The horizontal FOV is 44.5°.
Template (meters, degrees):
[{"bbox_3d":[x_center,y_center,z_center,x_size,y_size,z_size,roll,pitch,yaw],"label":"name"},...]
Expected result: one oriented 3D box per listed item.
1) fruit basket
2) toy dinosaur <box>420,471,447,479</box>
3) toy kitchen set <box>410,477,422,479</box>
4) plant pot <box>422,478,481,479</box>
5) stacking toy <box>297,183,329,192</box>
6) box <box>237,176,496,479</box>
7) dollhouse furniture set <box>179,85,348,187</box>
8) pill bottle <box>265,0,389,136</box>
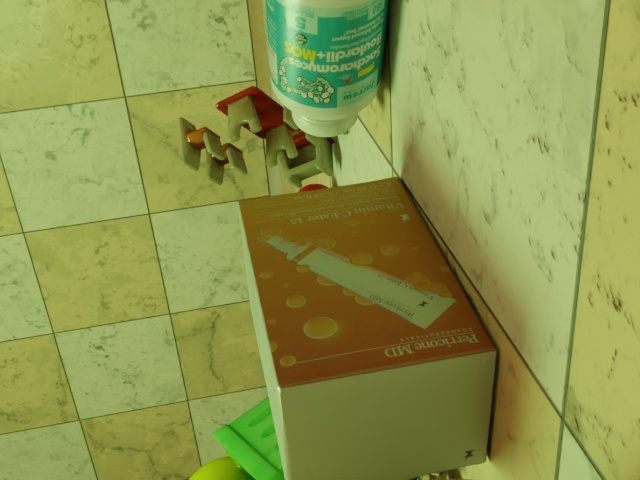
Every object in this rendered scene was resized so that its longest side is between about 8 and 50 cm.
[{"bbox_3d":[-0.098,0.471,1.427,0.283,0.392,0.392,45,-177,-17],"label":"fruit basket"},{"bbox_3d":[0.138,0.289,0.990,0.183,0.053,0.092,-150,50,-80],"label":"toy dinosaur"},{"bbox_3d":[0.062,0.319,1.106,0.122,0.166,0.207,78,180,-64],"label":"toy kitchen set"},{"bbox_3d":[0.097,0.305,0.549,0.290,0.291,0.203,89,-175,-48],"label":"plant pot"},{"bbox_3d":[0.000,0.000,1.435,0.330,0.141,0.141,-101,6,-52],"label":"stacking toy"},{"bbox_3d":[0.035,0.092,0.900,0.345,0.215,0.168,-110,14,-54],"label":"box"},{"bbox_3d":[-0.080,-0.201,1.377,0.259,0.262,0.135,30,-135,-58],"label":"dollhouse furniture set"},{"bbox_3d":[0.008,-0.250,0.963,0.264,0.146,0.146,90,168,-54],"label":"pill bottle"}]
